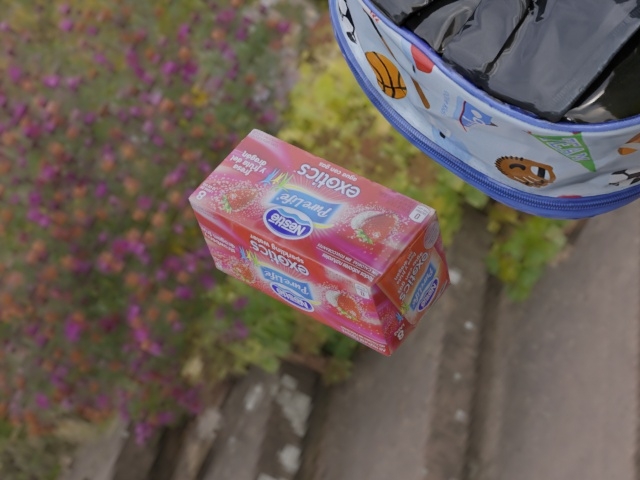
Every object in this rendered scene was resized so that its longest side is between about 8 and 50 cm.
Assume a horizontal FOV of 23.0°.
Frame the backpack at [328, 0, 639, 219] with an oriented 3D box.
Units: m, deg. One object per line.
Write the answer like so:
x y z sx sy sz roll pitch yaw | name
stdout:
0.132 -0.149 0.780 0.263 0.276 0.213 -39 -23 -20 | backpack

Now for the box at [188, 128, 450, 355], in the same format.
0.000 0.000 1.697 0.123 0.256 0.128 -49 -34 -24 | box
